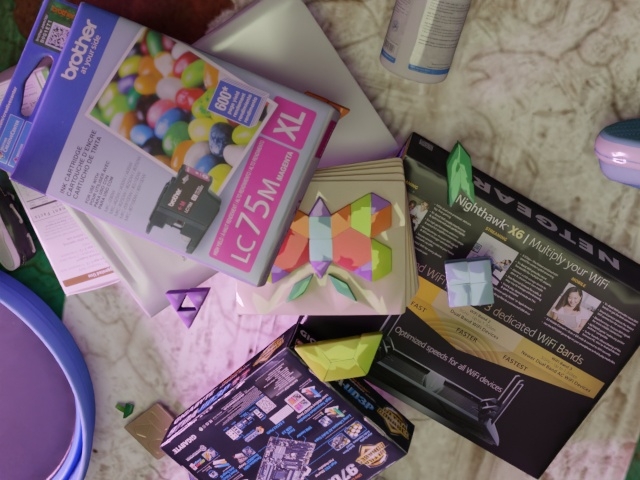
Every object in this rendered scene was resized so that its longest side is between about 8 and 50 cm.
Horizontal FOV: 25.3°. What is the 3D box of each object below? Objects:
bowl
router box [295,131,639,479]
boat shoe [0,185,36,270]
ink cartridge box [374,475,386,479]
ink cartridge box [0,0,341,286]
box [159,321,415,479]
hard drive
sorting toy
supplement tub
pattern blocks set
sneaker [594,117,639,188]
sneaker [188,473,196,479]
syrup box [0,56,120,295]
[{"bbox_3d":[-0.446,0.188,1.644,0.391,0.077,0.391,4,113,8],"label":"bowl"},{"bbox_3d":[0.162,0.070,1.479,0.309,0.081,0.243,31,114,-3],"label":"router box"},{"bbox_3d":[-0.347,-0.030,1.555,0.046,0.038,0.125,-6,111,47],"label":"boat shoe"},{"bbox_3d":[0.050,0.341,1.585,0.056,0.135,0.099,33,114,-1],"label":"ink cartridge box"},{"bbox_3d":[-0.160,-0.099,1.347,0.311,0.065,0.185,24,92,7],"label":"ink cartridge box"},{"bbox_3d":[-0.038,0.210,1.521,0.175,0.051,0.220,42,122,-12],"label":"box"},{"bbox_3d":[-0.103,-0.089,1.426,0.307,0.040,0.203,-34,108,2],"label":"hard drive"},{"bbox_3d":[-0.196,0.210,1.641,0.062,0.012,0.083,-36,106,26],"label":"sorting toy"},{"bbox_3d":[0.103,-0.212,1.377,0.071,0.071,0.107,19,115,2],"label":"supplement tub"},{"bbox_3d":[0.000,0.000,1.393,0.325,0.026,0.285,-16,100,5],"label":"pattern blocks set"},{"bbox_3d":[0.410,0.002,1.383,0.319,0.127,0.208,11,113,6],"label":"sneaker"},{"bbox_3d":[-0.158,0.343,1.652,0.163,0.086,0.226,-13,108,15],"label":"sneaker"},{"bbox_3d":[-0.261,-0.072,1.490,0.096,0.093,0.237,-18,108,16],"label":"syrup box"}]
